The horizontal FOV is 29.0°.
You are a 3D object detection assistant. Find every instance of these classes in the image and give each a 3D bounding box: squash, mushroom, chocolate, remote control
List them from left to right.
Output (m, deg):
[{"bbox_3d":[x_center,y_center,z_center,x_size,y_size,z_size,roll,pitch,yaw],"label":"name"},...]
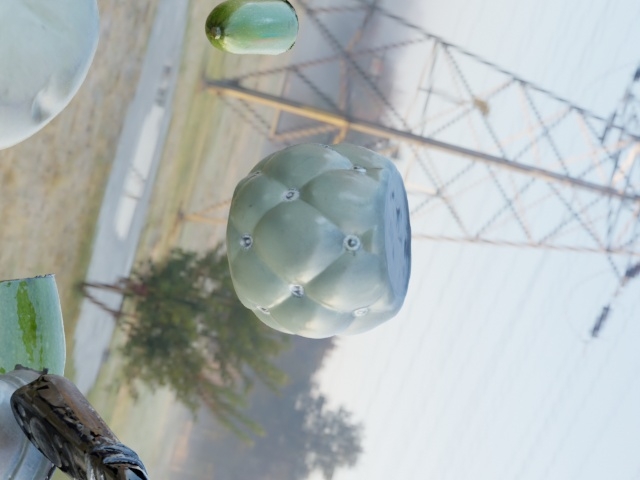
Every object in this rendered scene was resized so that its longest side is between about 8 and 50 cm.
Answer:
[{"bbox_3d":[-0.365,-0.253,1.220,0.356,0.315,0.315,-95,-162,-57],"label":"mushroom"},{"bbox_3d":[-0.398,0.216,1.345,0.221,0.147,0.221,-25,-129,35],"label":"chocolate"},{"bbox_3d":[-0.433,0.177,1.657,0.189,0.189,0.260,150,-66,-86],"label":"squash"},{"bbox_3d":[-0.224,0.203,1.217,0.266,0.066,0.090,25,-37,50],"label":"remote control"},{"bbox_3d":[-0.107,-0.317,1.840,0.188,0.095,0.095,-27,135,-66],"label":"squash"}]

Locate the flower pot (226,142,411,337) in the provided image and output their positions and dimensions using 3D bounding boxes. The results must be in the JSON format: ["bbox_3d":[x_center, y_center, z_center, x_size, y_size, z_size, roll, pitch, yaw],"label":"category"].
[{"bbox_3d":[0.000,0.000,1.485,0.246,0.195,0.246,-4,90,-75],"label":"flower pot"}]
